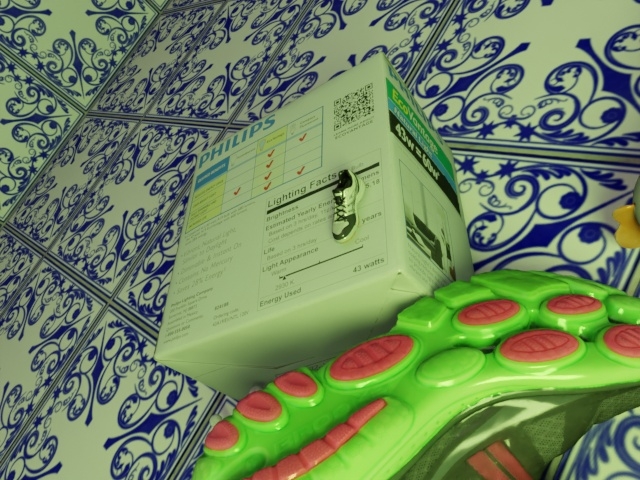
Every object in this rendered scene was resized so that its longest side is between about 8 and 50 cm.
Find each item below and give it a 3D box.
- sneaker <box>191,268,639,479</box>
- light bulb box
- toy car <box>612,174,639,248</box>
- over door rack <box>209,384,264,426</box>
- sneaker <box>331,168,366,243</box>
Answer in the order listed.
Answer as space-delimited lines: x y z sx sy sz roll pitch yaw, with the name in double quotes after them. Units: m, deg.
0.126 0.174 0.528 0.483 0.202 0.185 -20 30 -9 "sneaker"
0.000 0.000 0.785 0.358 0.225 0.361 -22 47 28 "light bulb box"
0.402 -0.046 0.535 0.238 0.210 0.219 -43 35 53 "toy car"
-0.022 0.289 0.670 0.324 0.108 0.239 -23 47 27 "over door rack"
0.023 -0.037 0.595 0.032 0.037 0.083 -9 55 33 "sneaker"
